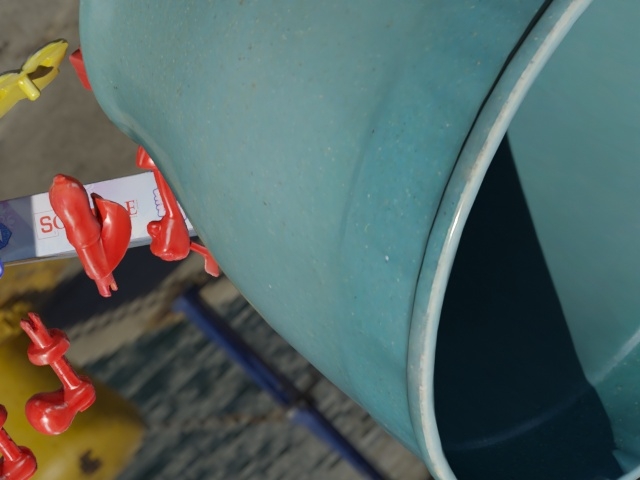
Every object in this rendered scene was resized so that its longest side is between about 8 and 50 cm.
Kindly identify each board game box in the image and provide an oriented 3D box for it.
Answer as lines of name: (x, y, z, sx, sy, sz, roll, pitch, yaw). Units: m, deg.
board game box: (-0.188, -0.029, 1.852, 0.318, 0.066, 0.319, -10, 179, 21)

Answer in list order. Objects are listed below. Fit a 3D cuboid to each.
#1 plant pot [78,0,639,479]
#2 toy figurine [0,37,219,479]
plant pot: (0.049, -0.068, 0.721, 0.271, 0.255, 0.271, -28, 135, -32)
toy figurine: (-0.260, 0.035, 0.949, 0.362, 0.217, 0.191, -48, 133, -21)
